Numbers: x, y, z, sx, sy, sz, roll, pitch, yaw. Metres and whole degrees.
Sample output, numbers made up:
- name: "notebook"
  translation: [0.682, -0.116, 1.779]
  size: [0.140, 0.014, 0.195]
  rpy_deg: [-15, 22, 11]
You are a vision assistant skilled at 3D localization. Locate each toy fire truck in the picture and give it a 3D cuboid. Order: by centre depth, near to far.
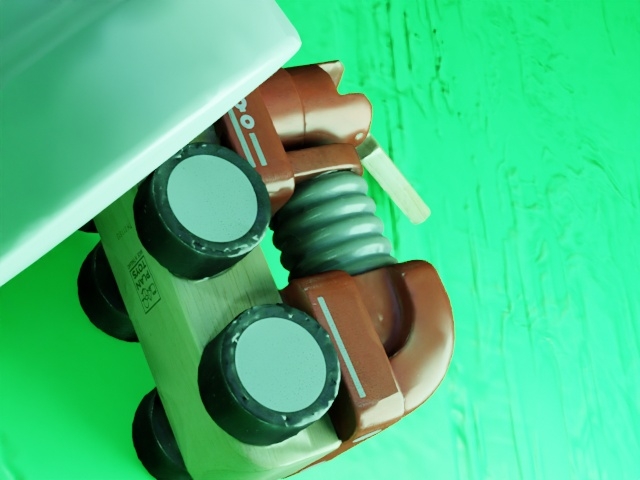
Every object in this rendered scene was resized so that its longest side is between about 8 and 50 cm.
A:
- name: "toy fire truck"
  translation: [0.000, 0.000, 0.653]
  size: [0.246, 0.158, 0.217]
  rpy_deg: [-15, 74, -33]

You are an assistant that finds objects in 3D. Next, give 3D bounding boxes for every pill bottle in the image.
- name: "pill bottle"
  translation: [-0.185, -0.158, 0.429]
  size: [0.363, 0.210, 0.210]
  rpy_deg: [52, 44, -6]
